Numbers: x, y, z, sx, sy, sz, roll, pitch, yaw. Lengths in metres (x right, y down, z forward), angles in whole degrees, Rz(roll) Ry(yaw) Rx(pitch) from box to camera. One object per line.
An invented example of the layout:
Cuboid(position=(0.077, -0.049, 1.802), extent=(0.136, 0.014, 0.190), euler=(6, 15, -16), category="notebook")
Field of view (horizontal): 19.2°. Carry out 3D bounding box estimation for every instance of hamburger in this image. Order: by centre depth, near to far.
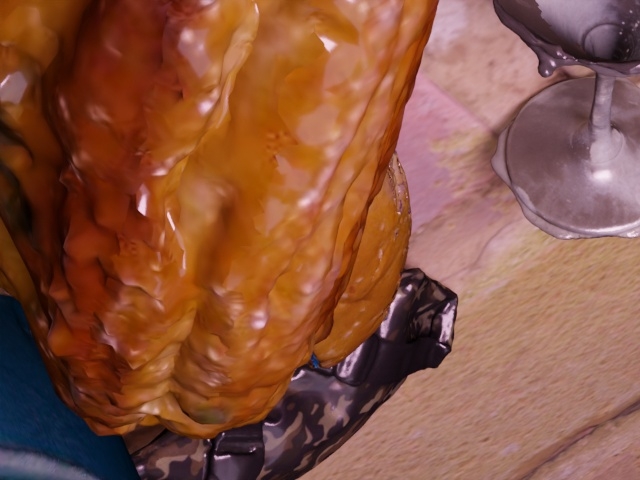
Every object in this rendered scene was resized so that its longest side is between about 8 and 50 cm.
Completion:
Cuboid(position=(0.004, -0.005, 0.860), extent=(0.102, 0.087, 0.176), euler=(-30, 148, 5), category="hamburger")

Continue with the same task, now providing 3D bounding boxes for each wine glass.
Cuboid(position=(0.125, -0.081, 0.836), extent=(0.122, 0.122, 0.183), euler=(-24, 156, -8), category="wine glass")

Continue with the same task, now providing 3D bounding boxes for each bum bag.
Cuboid(position=(-0.021, 0.090, 0.992), extent=(0.248, 0.069, 0.102), euler=(-38, 139, -23), category="bum bag")

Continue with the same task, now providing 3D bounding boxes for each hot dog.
Cuboid(position=(-0.076, -0.096, 0.507), extent=(0.174, 0.267, 0.388), euler=(-47, 163, -32), category="hot dog")

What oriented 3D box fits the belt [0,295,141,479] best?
Cuboid(position=(-0.227, 0.125, 0.780), extent=(0.300, 0.173, 0.436), euler=(-25, 151, -4), category="belt")
